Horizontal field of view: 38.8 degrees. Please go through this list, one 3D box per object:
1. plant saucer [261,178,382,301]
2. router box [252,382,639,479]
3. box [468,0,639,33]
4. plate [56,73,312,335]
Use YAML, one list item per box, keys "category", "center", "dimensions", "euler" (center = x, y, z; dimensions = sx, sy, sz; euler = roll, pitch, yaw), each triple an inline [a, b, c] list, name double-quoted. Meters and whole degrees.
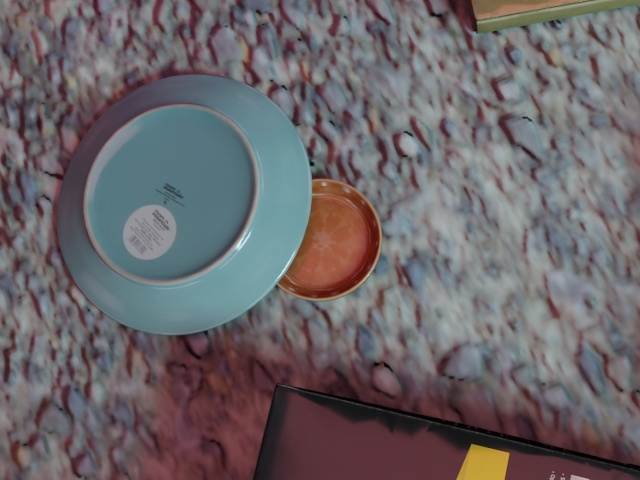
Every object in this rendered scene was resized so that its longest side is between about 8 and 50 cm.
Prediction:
- category: "plant saucer"
  center: [0.000, 0.000, 0.609]
  dimensions: [0.084, 0.013, 0.083]
  euler: [-2, 78, 8]
- category: "router box"
  center: [0.060, 0.257, 0.507]
  dimensions: [0.243, 0.081, 0.308]
  euler: [12, 80, 12]
- category: "box"
  center: [0.194, -0.237, 0.627]
  dimensions: [0.201, 0.021, 0.164]
  euler: [-8, 75, 8]
- category: "plate"
  center: [-0.099, -0.030, 0.617]
  dimensions: [0.188, 0.024, 0.188]
  euler: [-3, 76, 13]
